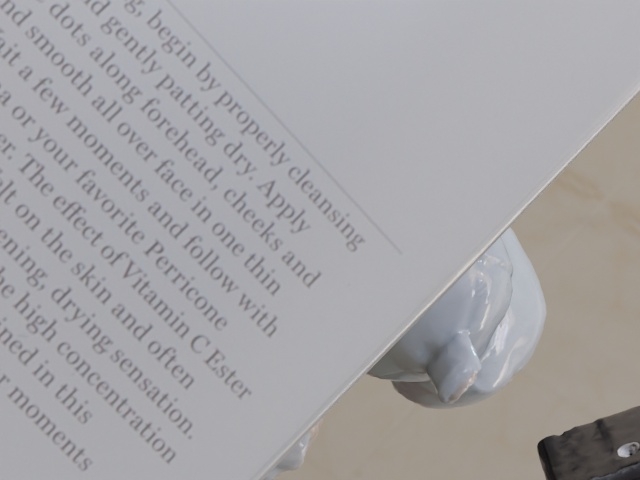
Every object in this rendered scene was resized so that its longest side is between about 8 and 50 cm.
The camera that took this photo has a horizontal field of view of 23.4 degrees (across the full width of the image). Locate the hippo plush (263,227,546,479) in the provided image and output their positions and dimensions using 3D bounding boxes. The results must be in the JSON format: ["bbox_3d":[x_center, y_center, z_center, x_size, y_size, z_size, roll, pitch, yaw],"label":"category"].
[{"bbox_3d":[0.000,0.000,0.884,0.236,0.234,0.294,-12,-25,24],"label":"hippo plush"}]

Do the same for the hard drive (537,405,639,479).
[{"bbox_3d":[0.295,0.149,0.719,0.339,0.064,0.237,-19,-71,6],"label":"hard drive"}]

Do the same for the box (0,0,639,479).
[{"bbox_3d":[-0.042,-0.048,0.492,0.168,0.345,0.215,47,-11,-9],"label":"box"}]
